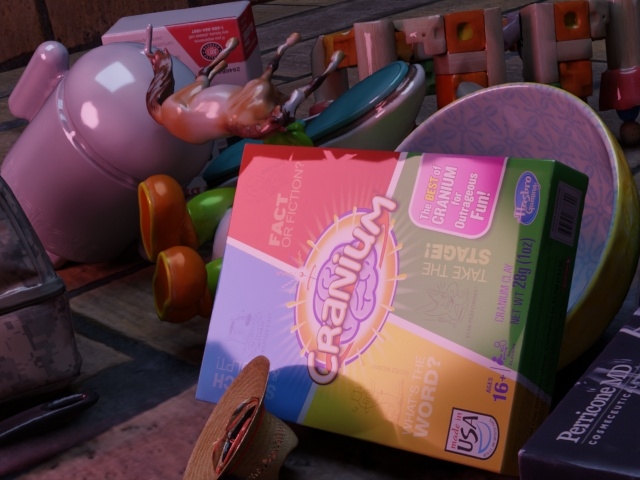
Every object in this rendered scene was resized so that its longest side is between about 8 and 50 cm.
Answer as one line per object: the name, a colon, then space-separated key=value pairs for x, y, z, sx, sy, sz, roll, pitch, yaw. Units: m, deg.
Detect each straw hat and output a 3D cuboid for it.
straw hat: x=-0.053 y=0.166 z=0.953 sx=0.061 sy=0.144 sz=0.144 roll=30 pitch=16 yaw=-12

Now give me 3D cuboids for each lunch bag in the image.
lunch bag: x=-0.377 y=0.020 z=1.171 sx=0.213 sy=0.256 sz=0.305 roll=-13 pitch=10 yaw=-16

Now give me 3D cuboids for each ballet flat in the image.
ballet flat: x=0.013 y=-0.100 z=1.424 sx=0.139 sy=0.139 sz=0.400 roll=-28 pitch=5 yaw=-42

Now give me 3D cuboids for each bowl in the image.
bowl: x=0.179 y=0.019 z=1.076 sx=0.289 sy=0.289 sz=0.156 roll=13 pitch=-13 yaw=47

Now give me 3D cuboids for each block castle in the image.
block castle: x=0.227 y=-0.215 z=1.687 sx=0.453 sy=0.212 sz=0.303 roll=-8 pitch=7 yaw=-16

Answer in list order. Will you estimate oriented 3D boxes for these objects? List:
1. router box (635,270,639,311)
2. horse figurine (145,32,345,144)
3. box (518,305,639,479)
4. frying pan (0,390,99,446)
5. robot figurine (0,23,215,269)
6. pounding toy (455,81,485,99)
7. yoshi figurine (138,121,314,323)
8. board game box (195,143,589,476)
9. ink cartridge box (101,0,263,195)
router box: x=0.339 y=-0.075 z=1.041 sx=0.082 sy=0.335 sz=0.301 roll=7 pitch=25 yaw=16
horse figurine: x=-0.098 y=-0.157 z=1.267 sx=0.263 sy=0.066 sz=0.174 roll=4 pitch=45 yaw=34
box: x=0.331 y=0.139 z=0.688 sx=0.312 sy=0.179 sz=0.343 roll=3 pitch=23 yaw=34
frying pan: x=-0.370 y=0.203 z=1.017 sx=0.197 sy=0.053 sz=0.326 roll=7 pitch=24 yaw=39
robot figurine: x=-0.264 y=-0.107 z=1.470 sx=0.353 sy=0.300 sz=0.200 roll=-44 pitch=4 yaw=36
pounding toy: x=0.210 y=-0.086 z=1.419 sx=0.270 sy=0.155 sz=0.154 roll=16 pitch=22 yaw=-24
yoshi figurine: x=0.003 y=-0.023 z=1.234 sx=0.362 sy=0.203 sz=0.203 roll=-6 pitch=8 yaw=-18
board game box: x=0.050 y=0.047 z=0.987 sx=0.317 sy=0.242 sz=0.064 roll=6 pitch=-7 yaw=38
ink cartridge box: x=-0.178 y=-0.186 z=1.684 sx=0.197 sy=0.272 sz=0.114 roll=-6 pitch=24 yaw=9
